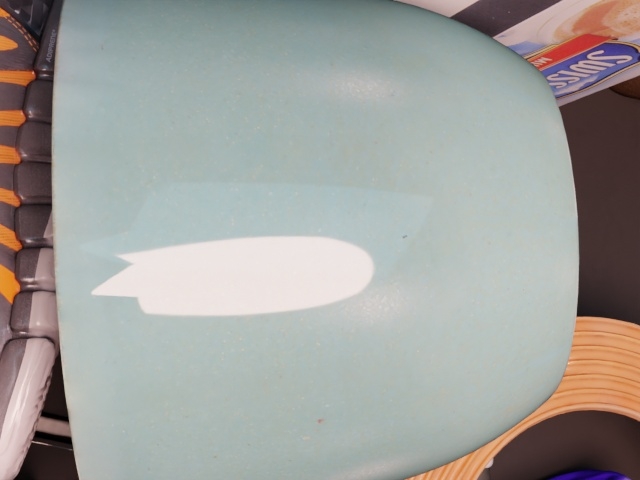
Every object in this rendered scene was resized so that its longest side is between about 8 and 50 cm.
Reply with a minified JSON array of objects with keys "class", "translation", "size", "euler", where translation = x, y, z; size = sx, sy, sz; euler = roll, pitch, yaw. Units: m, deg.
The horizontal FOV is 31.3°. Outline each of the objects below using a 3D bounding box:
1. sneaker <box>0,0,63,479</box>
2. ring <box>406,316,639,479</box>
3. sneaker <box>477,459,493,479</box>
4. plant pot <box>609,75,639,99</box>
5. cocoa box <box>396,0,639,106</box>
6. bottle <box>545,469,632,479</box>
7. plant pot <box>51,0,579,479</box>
[{"class":"sneaker","translation":[-0.228,-0.022,0.643],"size":[0.180,0.124,0.321],"euler":[8,62,-16]},{"class":"ring","translation":[0.169,0.217,0.728],"size":[0.336,0.032,0.337],"euler":[4,81,-23]},{"class":"sneaker","translation":[-0.007,0.215,0.713],"size":[0.295,0.104,0.147],"euler":[-3,79,-28]},{"class":"plant pot","translation":[0.299,-0.182,0.829],"size":[0.215,0.230,0.215],"euler":[3,83,-23]},{"class":"cocoa box","translation":[0.117,-0.227,0.693],"size":[0.228,0.347,0.231],"euler":[8,80,-23]},{"class":"bottle","translation":[0.198,0.310,0.797],"size":[0.118,0.092,0.283],"euler":[-13,88,-25]},{"class":"plant pot","translation":[0.000,0.000,0.609],"size":[0.235,0.293,0.293],"euler":[-3,84,-4]}]
